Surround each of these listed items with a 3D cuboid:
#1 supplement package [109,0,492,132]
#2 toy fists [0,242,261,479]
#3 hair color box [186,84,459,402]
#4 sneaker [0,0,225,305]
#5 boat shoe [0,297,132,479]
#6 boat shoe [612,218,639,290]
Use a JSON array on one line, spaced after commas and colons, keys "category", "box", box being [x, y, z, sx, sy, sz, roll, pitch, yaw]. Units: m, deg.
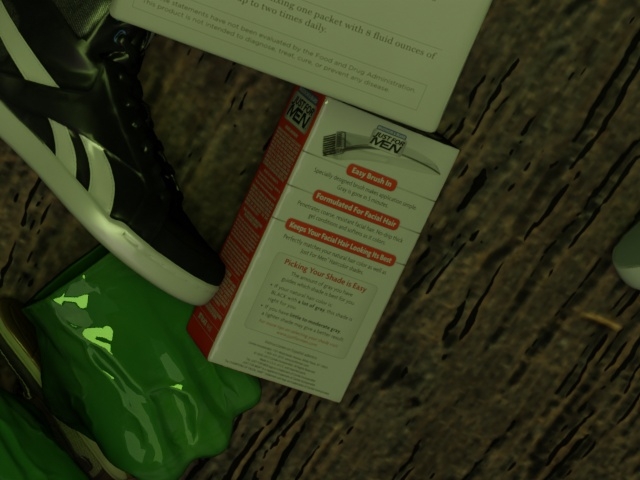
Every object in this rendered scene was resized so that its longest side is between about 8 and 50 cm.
[{"category": "supplement package", "box": [0.033, -0.238, 0.931, 0.177, 0.175, 0.293, 20, 120, -4]}, {"category": "toy fists", "box": [-0.155, 0.110, 1.135, 0.279, 0.096, 0.142, -38, 100, -21]}, {"category": "hair color box", "box": [0.000, 0.000, 1.102, 0.093, 0.053, 0.167, 20, 102, -26]}, {"category": "sneaker", "box": [-0.109, -0.074, 1.068, 0.217, 0.079, 0.121, 44, 95, 0]}, {"category": "boat shoe", "box": [-0.174, 0.104, 1.219, 0.049, 0.056, 0.152, -28, 114, 14]}, {"category": "boat shoe", "box": [0.285, -0.012, 1.101, 0.228, 0.080, 0.076, -27, 113, 11]}]
